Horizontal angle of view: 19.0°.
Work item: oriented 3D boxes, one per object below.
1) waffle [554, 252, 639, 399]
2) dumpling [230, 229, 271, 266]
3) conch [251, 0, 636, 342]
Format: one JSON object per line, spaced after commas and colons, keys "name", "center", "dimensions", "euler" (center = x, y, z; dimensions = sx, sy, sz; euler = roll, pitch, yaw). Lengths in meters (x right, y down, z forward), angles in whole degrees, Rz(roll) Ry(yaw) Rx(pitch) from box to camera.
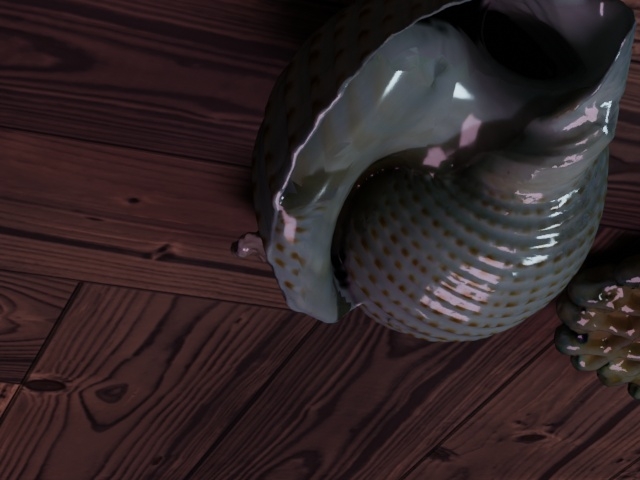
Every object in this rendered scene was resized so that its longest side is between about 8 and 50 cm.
{"name": "waffle", "center": [0.384, 0.067, 1.869], "dimensions": [0.309, 0.056, 0.292], "euler": [-17, 148, 22]}
{"name": "dumpling", "center": [0.000, 0.000, 1.682], "dimensions": [0.188, 0.108, 0.127], "euler": [0, -179, -34]}
{"name": "conch", "center": [0.083, -0.081, 1.424], "dimensions": [0.303, 0.215, 0.319], "euler": [10, 118, -33]}
